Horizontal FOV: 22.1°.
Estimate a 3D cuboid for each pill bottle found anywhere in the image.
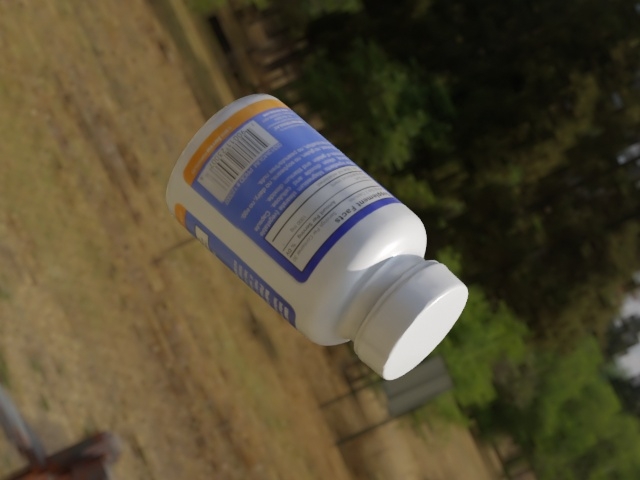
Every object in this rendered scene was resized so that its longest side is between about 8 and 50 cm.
[{"bbox_3d":[0.000,0.000,1.507,0.272,0.152,0.152,41,-6,20],"label":"pill bottle"}]
